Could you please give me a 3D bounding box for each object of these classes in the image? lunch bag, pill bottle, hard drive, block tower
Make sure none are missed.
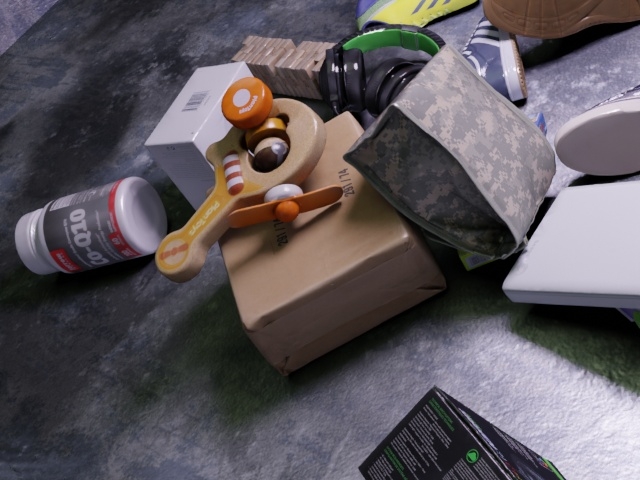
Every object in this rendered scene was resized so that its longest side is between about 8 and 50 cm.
[{"bbox_3d":[0.217,-0.120,1.410,0.169,0.287,0.235,-45,4,44],"label":"lunch bag"},{"bbox_3d":[-0.474,-0.022,1.903,0.283,0.161,0.161,-14,43,23],"label":"pill bottle"},{"bbox_3d":[0.405,0.002,1.243,0.203,0.040,0.307,-54,24,-21],"label":"hard drive"},{"bbox_3d":[-0.058,-0.382,2.049,0.335,0.091,0.097,18,60,45],"label":"block tower"}]

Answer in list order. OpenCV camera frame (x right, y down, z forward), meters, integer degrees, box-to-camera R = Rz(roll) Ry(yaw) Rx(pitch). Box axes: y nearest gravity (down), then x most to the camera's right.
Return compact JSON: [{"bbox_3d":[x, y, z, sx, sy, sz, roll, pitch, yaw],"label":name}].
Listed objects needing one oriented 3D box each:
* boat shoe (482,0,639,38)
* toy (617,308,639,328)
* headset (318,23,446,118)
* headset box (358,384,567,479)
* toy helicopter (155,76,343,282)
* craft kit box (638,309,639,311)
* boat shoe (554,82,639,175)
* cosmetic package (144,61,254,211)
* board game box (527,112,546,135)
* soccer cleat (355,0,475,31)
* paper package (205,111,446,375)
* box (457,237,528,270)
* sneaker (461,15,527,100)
[{"bbox_3d":[0.461,-0.449,1.711,0.341,0.121,0.110,-4,29,-4],"label":"boat shoe"},{"bbox_3d":[0.522,0.044,1.239,0.237,0.056,0.137,-36,40,-3],"label":"toy"},{"bbox_3d":[0.100,-0.274,1.805,0.243,0.185,0.394,16,49,26],"label":"headset"},{"bbox_3d":[0.217,0.323,0.992,0.131,0.283,0.246,-48,38,6],"label":"headset box"},{"bbox_3d":[-0.122,-0.067,1.467,0.355,0.140,0.235,-49,57,2],"label":"toy helicopter"},{"bbox_3d":[0.562,0.060,1.133,0.250,0.061,0.246,-45,54,0],"label":"craft kit box"},{"bbox_3d":[0.534,-0.214,1.463,0.340,0.127,0.158,-12,36,12],"label":"boat shoe"},{"bbox_3d":[-0.192,-0.192,1.836,0.138,0.224,0.224,0,49,38],"label":"cosmetic package"},{"bbox_3d":[0.281,-0.160,1.596,0.201,0.035,0.136,-11,23,26],"label":"board game box"},{"bbox_3d":[0.213,-0.498,2.009,0.289,0.093,0.121,-4,78,26],"label":"soccer cleat"},{"bbox_3d":[0.000,0.000,1.523,0.309,0.168,0.325,-28,47,6],"label":"paper package"},{"bbox_3d":[0.264,-0.039,1.511,0.109,0.042,0.178,-22,39,12],"label":"box"},{"bbox_3d":[0.301,-0.357,1.773,0.153,0.099,0.282,-16,45,18],"label":"sneaker"}]
